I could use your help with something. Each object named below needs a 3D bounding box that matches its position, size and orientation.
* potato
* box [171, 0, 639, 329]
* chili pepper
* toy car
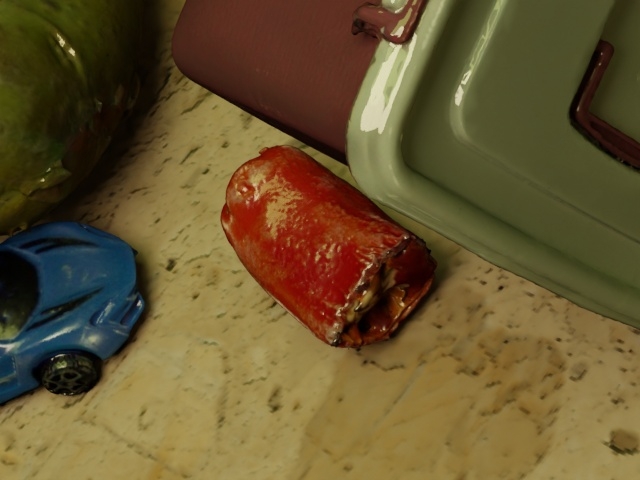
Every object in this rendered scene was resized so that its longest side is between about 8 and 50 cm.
[{"bbox_3d":[-0.190,-0.113,1.023,0.176,0.141,0.298,-3,37,7],"label":"potato"},{"bbox_3d":[0.089,-0.086,0.763,0.167,0.294,0.193,23,89,46],"label":"box"},{"bbox_3d":[0.000,0.000,0.897,0.070,0.073,0.123,-14,40,-37],"label":"chili pepper"},{"bbox_3d":[-0.200,0.051,0.969,0.216,0.063,0.103,-23,51,13],"label":"toy car"}]
